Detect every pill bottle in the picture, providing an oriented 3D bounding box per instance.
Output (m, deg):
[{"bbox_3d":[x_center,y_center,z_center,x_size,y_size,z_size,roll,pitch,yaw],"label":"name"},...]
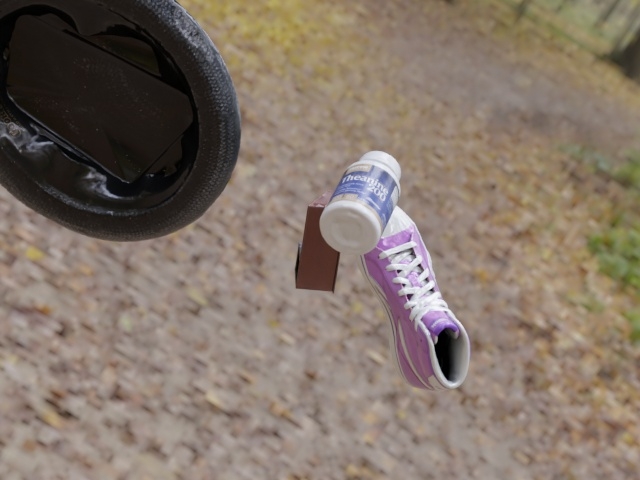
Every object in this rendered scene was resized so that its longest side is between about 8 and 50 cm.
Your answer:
[{"bbox_3d":[0.047,-0.043,1.658,0.067,0.067,0.120,32,40,-4],"label":"pill bottle"}]

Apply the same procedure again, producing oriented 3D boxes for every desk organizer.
[{"bbox_3d":[0.000,0.000,1.963,0.050,0.130,0.047,5,33,-6],"label":"desk organizer"}]

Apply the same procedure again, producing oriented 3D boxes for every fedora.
[{"bbox_3d":[-0.226,-0.168,1.687,0.334,0.334,0.152,33,27,0],"label":"fedora"}]

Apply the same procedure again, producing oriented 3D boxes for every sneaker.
[{"bbox_3d":[0.141,0.075,2.173,0.282,0.102,0.161,70,-17,-6],"label":"sneaker"}]
